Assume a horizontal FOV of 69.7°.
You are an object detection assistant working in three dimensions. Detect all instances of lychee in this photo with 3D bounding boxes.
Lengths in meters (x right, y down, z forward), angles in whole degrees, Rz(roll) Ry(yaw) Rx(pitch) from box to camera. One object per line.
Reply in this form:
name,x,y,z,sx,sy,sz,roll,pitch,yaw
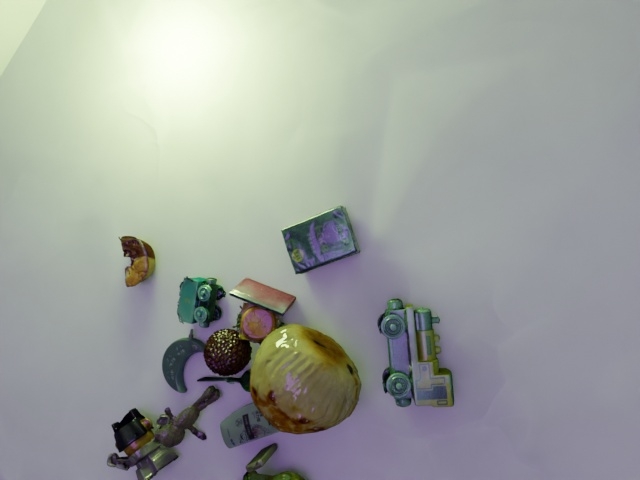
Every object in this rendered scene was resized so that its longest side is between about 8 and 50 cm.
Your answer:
lychee,-0.362,0.437,1.762,0.188,0.188,0.188,-1,88,17

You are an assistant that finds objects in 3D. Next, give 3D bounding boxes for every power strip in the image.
power strip,-0.564,0.486,1.894,0.167,0.054,0.253,30,98,15
power strip,-0.219,0.811,1.712,0.076,0.169,0.028,-30,82,15

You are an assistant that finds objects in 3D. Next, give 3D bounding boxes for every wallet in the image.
wallet,-0.220,0.212,1.769,0.232,0.119,0.025,19,125,17

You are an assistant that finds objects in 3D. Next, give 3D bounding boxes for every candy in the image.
candy,-0.362,0.554,1.827,0.323,0.097,0.097,-7,86,26

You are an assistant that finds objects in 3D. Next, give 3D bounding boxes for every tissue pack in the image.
tissue pack,0.000,0.000,1.722,0.257,0.081,0.185,-21,82,17

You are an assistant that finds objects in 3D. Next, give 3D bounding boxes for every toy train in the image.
toy train,0.322,0.380,1.580,0.237,0.150,0.369,-5,86,9
toy train,-0.484,0.244,1.852,0.163,0.112,0.203,10,90,24

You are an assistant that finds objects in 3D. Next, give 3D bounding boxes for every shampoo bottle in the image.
shampoo bottle,-0.216,0.680,1.765,0.359,0.078,0.134,-25,78,15

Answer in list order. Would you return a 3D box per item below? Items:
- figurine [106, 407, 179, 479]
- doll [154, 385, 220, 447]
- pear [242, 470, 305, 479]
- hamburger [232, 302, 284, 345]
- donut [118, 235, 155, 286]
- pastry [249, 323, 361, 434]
figurine,-0.737,0.834,1.888,0.308,0.143,0.308,5,69,-12
doll,-0.535,0.701,1.836,0.091,0.203,0.286,43,114,54
pear,-0.152,0.945,1.633,0.255,0.238,0.164,5,111,-11
hamburger,-0.233,0.317,1.767,0.189,0.093,0.164,17,80,2
donut,-0.770,0.086,1.958,0.141,0.085,0.217,-5,87,17
pastry,-0.063,0.483,1.574,0.388,0.388,0.312,42,99,15
